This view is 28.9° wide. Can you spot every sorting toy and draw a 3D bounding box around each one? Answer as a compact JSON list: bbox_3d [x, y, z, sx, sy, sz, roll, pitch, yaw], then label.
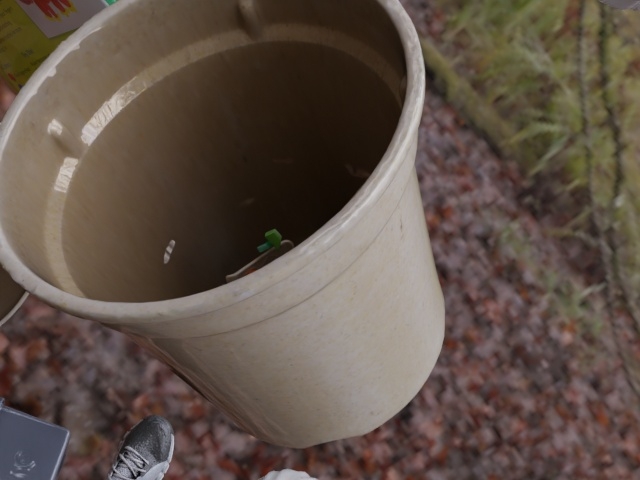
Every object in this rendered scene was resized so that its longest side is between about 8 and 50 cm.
[{"bbox_3d":[-0.046,0.024,0.998,0.012,0.062,0.083,50,-18,31],"label":"sorting toy"}]

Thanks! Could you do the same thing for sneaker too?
[{"bbox_3d":[-0.301,0.375,1.887,0.086,0.229,0.132,31,-1,2],"label":"sneaker"}]

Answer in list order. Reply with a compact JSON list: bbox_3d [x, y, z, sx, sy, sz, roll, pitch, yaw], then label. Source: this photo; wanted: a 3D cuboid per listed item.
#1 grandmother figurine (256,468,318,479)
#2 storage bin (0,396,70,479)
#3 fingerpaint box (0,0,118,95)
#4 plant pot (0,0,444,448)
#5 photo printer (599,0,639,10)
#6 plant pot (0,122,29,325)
[{"bbox_3d":[0.078,0.261,0.688,0.342,0.208,0.104,42,-10,-1],"label":"grandmother figurine"},{"bbox_3d":[-0.314,0.239,1.258,0.091,0.098,0.135,17,42,-4],"label":"storage bin"},{"bbox_3d":[-0.345,-0.345,1.644,0.371,0.444,0.163,48,64,-19],"label":"fingerpaint box"},{"bbox_3d":[-0.042,0.002,0.982,0.305,0.333,0.334,62,9,-48],"label":"plant pot"},{"bbox_3d":[0.385,-0.397,1.197,0.107,0.256,0.308,30,69,-18],"label":"photo printer"},{"bbox_3d":[-0.439,-0.022,1.408,0.284,0.284,0.191,50,-1,-5],"label":"plant pot"}]
